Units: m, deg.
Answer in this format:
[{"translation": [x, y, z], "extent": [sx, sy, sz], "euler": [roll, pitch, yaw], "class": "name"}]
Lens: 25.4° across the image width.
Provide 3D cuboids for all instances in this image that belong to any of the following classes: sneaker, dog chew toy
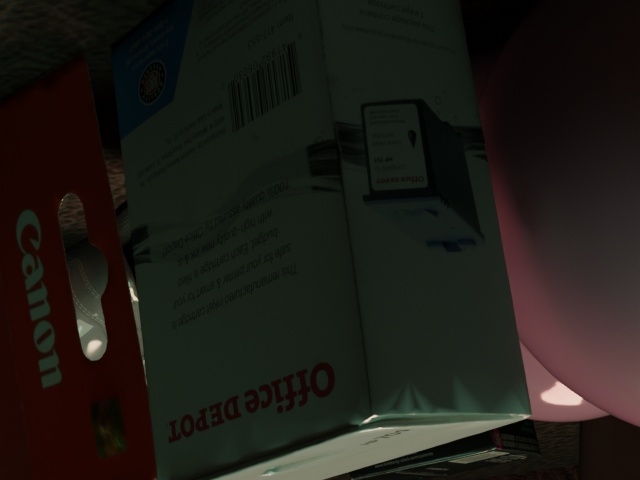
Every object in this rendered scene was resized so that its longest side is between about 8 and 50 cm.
[{"translation": [-0.043, -0.001, 0.697], "extent": [0.132, 0.086, 0.228], "euler": [-37, 176, 37], "class": "sneaker"}, {"translation": [0.119, -0.008, 0.637], "extent": [0.206, 0.207, 0.332], "euler": [0, 170, -30], "class": "dog chew toy"}]

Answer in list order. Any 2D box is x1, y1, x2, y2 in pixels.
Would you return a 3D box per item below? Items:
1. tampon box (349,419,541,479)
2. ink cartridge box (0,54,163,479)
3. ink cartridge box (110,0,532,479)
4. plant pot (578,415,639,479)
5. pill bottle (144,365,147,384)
[{"translation": [0.072, 0.074, 0.953], "extent": [0.101, 0.161, 0.120], "euler": [-15, 165, 20], "class": "tampon box"}, {"translation": [-0.180, 0.041, 0.634], "extent": [0.066, 0.189, 0.232], "euler": [-1, 163, -44], "class": "ink cartridge box"}, {"translation": [-0.008, -0.009, 0.547], "extent": [0.082, 0.191, 0.139], "euler": [3, 161, -38], "class": "ink cartridge box"}, {"translation": [0.274, 0.057, 0.786], "extent": [0.323, 0.280, 0.323], "euler": [-8, 164, -2], "class": "plant pot"}, {"translation": [-0.096, 0.081, 0.955], "extent": [0.124, 0.124, 0.221], "euler": [-20, 160, 34], "class": "pill bottle"}]
